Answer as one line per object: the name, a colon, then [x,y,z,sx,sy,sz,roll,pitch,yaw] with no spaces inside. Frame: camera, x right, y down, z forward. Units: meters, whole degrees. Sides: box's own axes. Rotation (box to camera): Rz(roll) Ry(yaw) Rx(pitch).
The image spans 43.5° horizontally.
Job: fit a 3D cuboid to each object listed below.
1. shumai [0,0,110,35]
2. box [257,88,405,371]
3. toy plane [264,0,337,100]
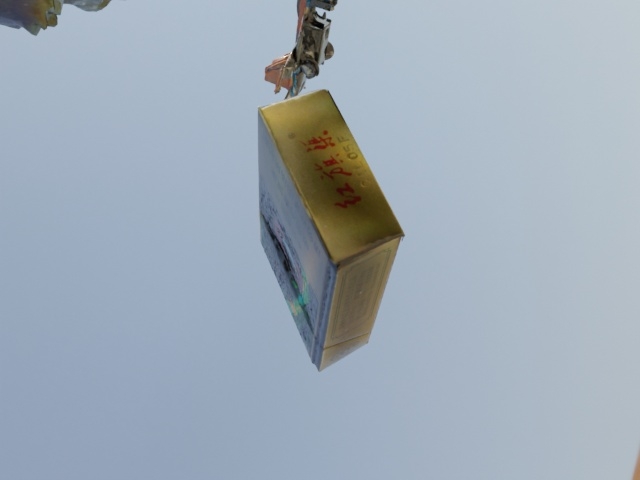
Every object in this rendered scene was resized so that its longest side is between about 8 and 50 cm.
shumai: [-0.230,-0.262,0.632,0.222,0.260,0.225,-44,-80,-11]
box: [0.000,0.000,0.721,0.071,0.159,0.240,-21,-25,-14]
toy plane: [-0.008,-0.232,0.882,0.188,0.062,0.135,-61,-2,39]
